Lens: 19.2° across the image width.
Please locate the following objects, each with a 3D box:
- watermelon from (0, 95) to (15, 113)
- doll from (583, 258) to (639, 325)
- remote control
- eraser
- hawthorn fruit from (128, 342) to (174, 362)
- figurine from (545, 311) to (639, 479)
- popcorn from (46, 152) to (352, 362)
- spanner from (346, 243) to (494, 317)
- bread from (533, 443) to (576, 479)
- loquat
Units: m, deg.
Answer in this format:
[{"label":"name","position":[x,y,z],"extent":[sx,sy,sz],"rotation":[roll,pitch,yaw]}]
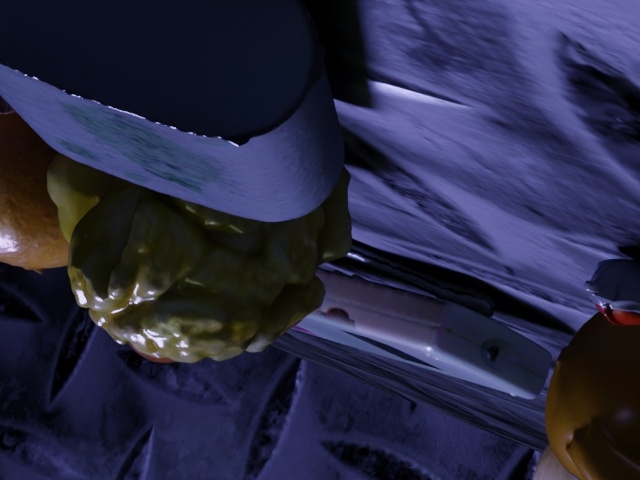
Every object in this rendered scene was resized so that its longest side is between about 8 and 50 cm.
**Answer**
[{"label":"watermelon","position":[-0.211,-0.124,1.133],"extent":[0.098,0.158,0.121],"rotation":[-139,32,-62]},{"label":"doll","position":[0.176,0.029,1.049],"extent":[0.057,0.039,0.114],"rotation":[44,-167,29]},{"label":"remote control","position":[0.024,0.059,1.573],"extent":[0.344,0.050,0.145],"rotation":[14,171,46]},{"label":"eraser","position":[-0.075,-0.076,0.862],"extent":[0.174,0.081,0.227],"rotation":[22,173,6]},{"label":"hawthorn fruit","position":[-0.141,0.074,2.072],"extent":[0.189,0.149,0.149],"rotation":[23,174,7]},{"label":"figurine","position":[0.254,0.140,1.182],"extent":[0.228,0.215,0.215],"rotation":[7,170,12]},{"label":"popcorn","position":[-0.087,-0.001,1.128],"extent":[0.195,0.168,0.173],"rotation":[12,135,38]},{"label":"spanner","position":[0.000,0.000,1.512],"extent":[0.302,0.017,0.071],"rotation":[22,174,9]},{"label":"bread","position":[0.334,0.240,1.693],"extent":[0.305,0.158,0.305],"rotation":[26,175,2]},{"label":"loquat","position":[-0.185,-0.047,1.258],"extent":[0.141,0.141,0.141],"rotation":[23,174,3]}]
